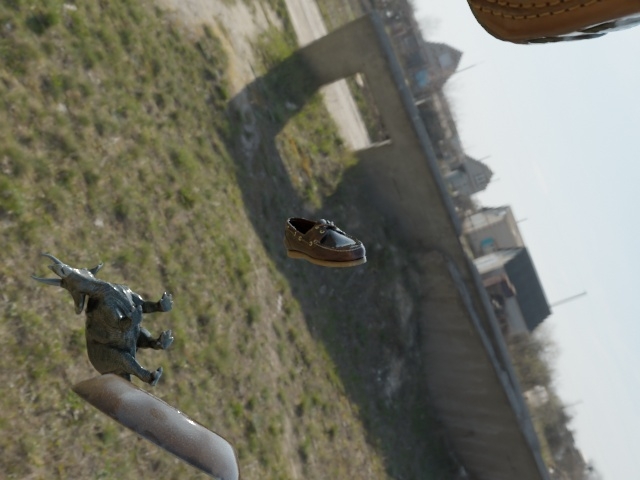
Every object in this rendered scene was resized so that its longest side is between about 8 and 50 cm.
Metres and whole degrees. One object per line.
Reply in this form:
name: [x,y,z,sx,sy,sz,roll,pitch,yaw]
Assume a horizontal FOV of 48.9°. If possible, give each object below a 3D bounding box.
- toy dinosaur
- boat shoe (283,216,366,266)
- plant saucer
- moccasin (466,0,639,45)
toy dinosaur: [-0.329,0.152,1.145,0.121,0.160,0.313,-46,134,-51]
boat shoe: [0.000,0.000,1.201,0.073,0.207,0.073,-12,103,-36]
plant saucer: [-0.158,0.186,0.713,0.036,0.199,0.198,-59,146,-16]
moccasin: [0.092,-0.279,0.293,0.147,0.139,0.380,0,-77,62]
